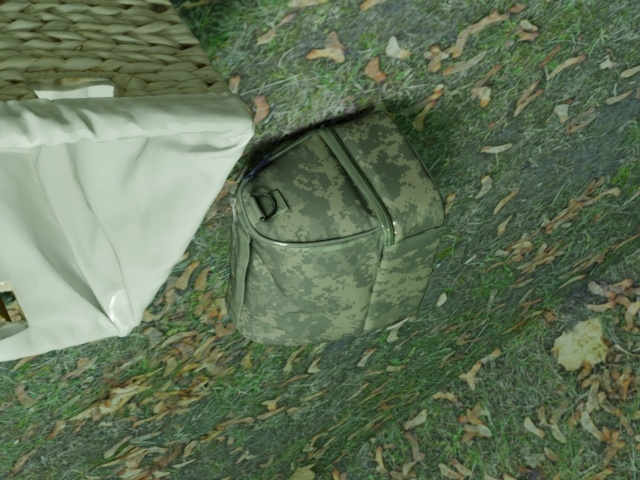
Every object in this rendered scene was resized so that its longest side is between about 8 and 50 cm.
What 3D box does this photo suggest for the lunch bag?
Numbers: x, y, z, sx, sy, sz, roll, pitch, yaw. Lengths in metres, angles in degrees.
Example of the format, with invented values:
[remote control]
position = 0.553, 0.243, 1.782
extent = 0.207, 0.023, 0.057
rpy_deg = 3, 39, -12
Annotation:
[lunch bag]
position = 0.000, 0.000, 1.739
extent = 0.256, 0.212, 0.305
rpy_deg = -22, 153, -21

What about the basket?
[basket]
position = -0.297, -0.082, 1.192
extent = 0.328, 0.266, 0.331
rpy_deg = -8, 147, -40

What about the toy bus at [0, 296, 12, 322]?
[toy bus]
position = -0.454, 0.045, 1.438
extent = 0.130, 0.108, 0.332
rpy_deg = -31, 156, 3
